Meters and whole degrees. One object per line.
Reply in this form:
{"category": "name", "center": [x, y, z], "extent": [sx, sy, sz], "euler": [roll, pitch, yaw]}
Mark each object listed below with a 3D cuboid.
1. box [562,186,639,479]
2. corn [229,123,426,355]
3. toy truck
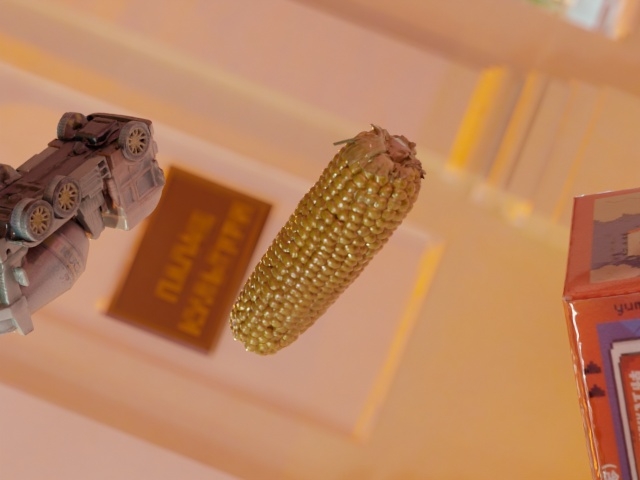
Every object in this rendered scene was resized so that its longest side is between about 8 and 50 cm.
{"category": "box", "center": [0.364, 0.140, 1.358], "extent": [0.257, 0.319, 0.348], "euler": [-66, -33, -70]}
{"category": "corn", "center": [0.004, 0.004, 1.751], "extent": [0.260, 0.091, 0.091], "euler": [-51, -17, 23]}
{"category": "toy truck", "center": [-0.267, -0.021, 1.855], "extent": [0.257, 0.108, 0.140], "euler": [-43, -49, -41]}
